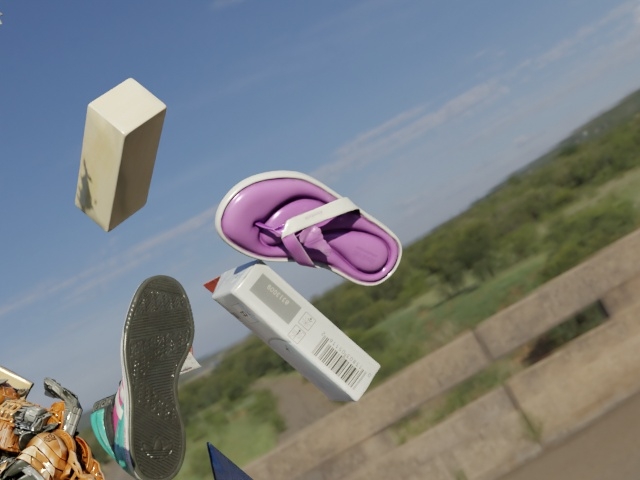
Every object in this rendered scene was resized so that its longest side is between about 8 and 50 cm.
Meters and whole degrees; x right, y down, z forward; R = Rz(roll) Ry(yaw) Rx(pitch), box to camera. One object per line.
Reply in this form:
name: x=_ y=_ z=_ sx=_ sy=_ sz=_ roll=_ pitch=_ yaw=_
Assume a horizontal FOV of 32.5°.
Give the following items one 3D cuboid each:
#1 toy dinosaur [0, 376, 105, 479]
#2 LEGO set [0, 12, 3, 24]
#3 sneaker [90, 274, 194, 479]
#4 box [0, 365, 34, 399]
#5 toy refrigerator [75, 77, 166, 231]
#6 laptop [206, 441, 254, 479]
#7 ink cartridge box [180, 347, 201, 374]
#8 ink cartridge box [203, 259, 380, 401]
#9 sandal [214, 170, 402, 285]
toy dinosaur: x=-0.330 y=0.276 z=1.240 sx=0.218 sy=0.164 sz=0.322 roll=-55 pitch=33 yaw=-6
LEGO set: x=-0.458 y=-0.277 z=1.483 sx=0.054 sy=0.083 sz=0.023 roll=-8 pitch=-33 yaw=37
sneaker: x=-0.261 y=0.208 z=1.617 sx=0.124 sy=0.295 sz=0.178 roll=9 pitch=-15 yaw=-27
box: x=-0.520 y=0.224 z=1.506 sx=0.164 sy=0.201 sz=0.021 roll=-63 pitch=-1 yaw=-6
toy refrigerator: x=-0.350 y=-0.145 z=1.888 sx=0.102 sy=0.094 sz=0.269 roll=-42 pitch=-15 yaw=-36
laptop: x=0.005 y=0.578 z=2.111 sx=0.408 sy=0.382 sz=0.236 roll=-7 pitch=50 yaw=34
ink cartridge box: x=-0.284 y=0.213 z=2.129 sx=0.063 sy=0.115 sz=0.029 roll=-22 pitch=43 yaw=11
ink cartridge box: x=-0.088 y=0.186 z=2.128 sx=0.091 sy=0.308 sz=0.385 roll=-53 pitch=11 yaw=-21
sandal: x=0.006 y=-0.014 z=1.946 sx=0.416 sy=0.169 sz=0.102 roll=15 pitch=11 yaw=-39
